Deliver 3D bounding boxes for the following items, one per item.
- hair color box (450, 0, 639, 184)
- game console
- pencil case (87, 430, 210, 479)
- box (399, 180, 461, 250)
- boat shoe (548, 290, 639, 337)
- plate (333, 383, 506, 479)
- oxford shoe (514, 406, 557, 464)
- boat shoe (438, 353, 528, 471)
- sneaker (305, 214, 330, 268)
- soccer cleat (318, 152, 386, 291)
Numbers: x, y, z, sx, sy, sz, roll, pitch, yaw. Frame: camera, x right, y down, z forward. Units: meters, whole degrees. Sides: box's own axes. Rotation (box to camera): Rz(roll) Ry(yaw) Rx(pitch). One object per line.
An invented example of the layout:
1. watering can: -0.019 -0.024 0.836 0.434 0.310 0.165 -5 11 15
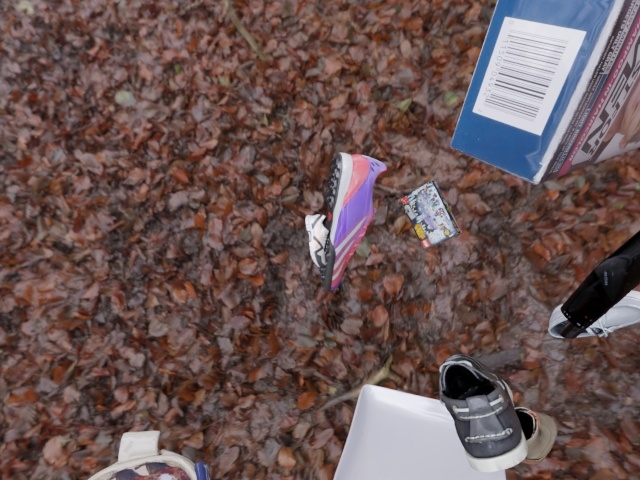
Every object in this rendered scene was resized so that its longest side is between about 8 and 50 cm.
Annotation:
1. hair color box: 0.307 -0.185 0.476 0.347 0.174 0.105 -19 42 -38
2. game console: 0.401 0.061 0.580 0.213 0.361 0.044 -36 60 -9
3. pencil case: -0.164 0.418 0.524 0.159 0.411 0.184 -2 39 6
4. box: 0.254 -0.058 0.984 0.094 0.027 0.137 -33 75 38
5. boat shoe: 0.580 0.168 0.883 0.079 0.227 0.081 44 63 -1
6. plate: 0.184 0.391 0.760 0.277 0.278 0.045 9 113 15
7. oxford shoe: 0.537 0.496 1.094 0.123 0.348 0.130 51 124 40
8. boat shoe: 0.183 0.178 0.515 0.084 0.233 0.079 -28 88 10
9. sneaker: 0.000 0.000 0.824 0.043 0.040 0.109 -11 86 11
10. soccer cleat: 0.063 -0.029 0.928 0.116 0.109 0.318 3 111 -13
